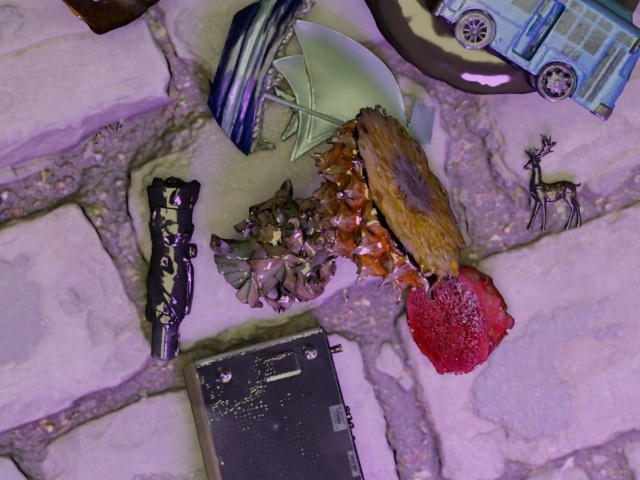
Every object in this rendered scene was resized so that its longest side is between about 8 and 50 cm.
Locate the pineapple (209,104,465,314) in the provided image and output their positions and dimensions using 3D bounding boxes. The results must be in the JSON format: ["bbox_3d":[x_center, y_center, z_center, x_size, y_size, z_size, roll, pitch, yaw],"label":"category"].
[{"bbox_3d":[0.000,0.000,1.831,0.272,0.262,0.262,-27,96,24],"label":"pineapple"}]

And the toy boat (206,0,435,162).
[{"bbox_3d":[-0.012,-0.172,1.883,0.292,0.070,0.210,42,100,-11],"label":"toy boat"}]

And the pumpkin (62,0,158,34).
[{"bbox_3d":[-0.303,-0.378,1.791,0.280,0.190,0.139,44,94,-4],"label":"pumpkin"}]

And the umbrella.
[{"bbox_3d":[-0.195,0.037,1.903,0.066,0.059,0.235,8,98,21],"label":"umbrella"}]

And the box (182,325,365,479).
[{"bbox_3d":[-0.046,0.257,1.880,0.211,0.045,0.270,-14,74,3],"label":"box"}]

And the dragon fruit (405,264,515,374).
[{"bbox_3d":[0.192,0.085,1.902,0.111,0.153,0.153,-15,98,-43],"label":"dragon fruit"}]

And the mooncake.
[{"bbox_3d":[0.214,-0.354,1.805,0.357,0.194,0.356,0,104,-1],"label":"mooncake"}]

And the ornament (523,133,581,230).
[{"bbox_3d":[0.297,-0.075,1.918,0.073,0.028,0.125,-5,97,0],"label":"ornament"}]

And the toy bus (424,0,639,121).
[{"bbox_3d":[0.246,-0.242,1.675,0.234,0.116,0.133,31,100,-8],"label":"toy bus"}]
